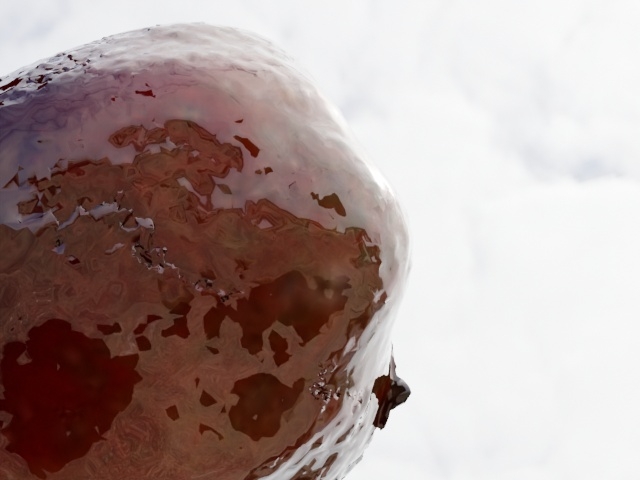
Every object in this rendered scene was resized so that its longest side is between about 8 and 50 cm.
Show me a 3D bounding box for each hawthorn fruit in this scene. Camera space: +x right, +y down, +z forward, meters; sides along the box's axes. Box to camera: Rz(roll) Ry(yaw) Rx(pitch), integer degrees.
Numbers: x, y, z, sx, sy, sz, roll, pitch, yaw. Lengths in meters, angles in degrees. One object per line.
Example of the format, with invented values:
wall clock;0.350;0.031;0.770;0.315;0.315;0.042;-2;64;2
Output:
hawthorn fruit;-0.085;0.020;0.550;0.235;0.181;0.181;-11;-35;-34
